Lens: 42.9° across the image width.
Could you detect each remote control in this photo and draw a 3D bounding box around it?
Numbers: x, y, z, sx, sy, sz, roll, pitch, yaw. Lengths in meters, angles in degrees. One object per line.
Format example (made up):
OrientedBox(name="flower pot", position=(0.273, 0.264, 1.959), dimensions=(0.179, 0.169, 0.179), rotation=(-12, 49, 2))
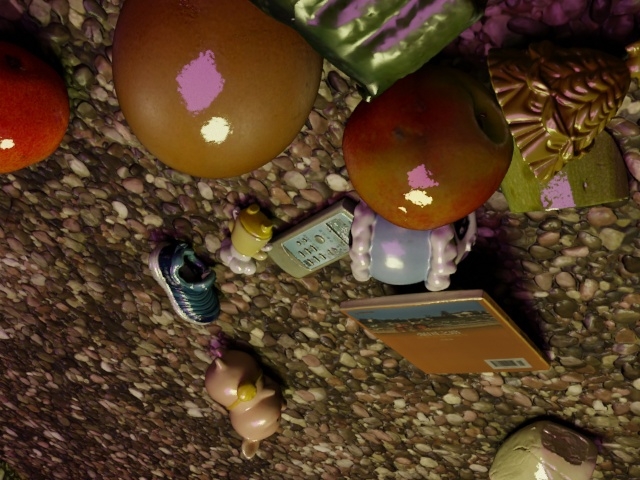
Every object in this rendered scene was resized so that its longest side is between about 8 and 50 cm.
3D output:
OrientedBox(name="remote control", position=(0.000, 0.000, 1.484), dimensions=(0.098, 0.038, 0.233), rotation=(42, 135, -21))

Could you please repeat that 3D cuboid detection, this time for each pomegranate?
OrientedBox(name="pomegranate", position=(-0.544, -0.214, 1.386), dimensions=(0.220, 0.221, 0.257), rotation=(29, 147, -6))

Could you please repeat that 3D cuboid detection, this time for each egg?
OrientedBox(name="egg", position=(-0.136, -0.243, 1.096), dimensions=(0.282, 0.283, 0.351), rotation=(24, 140, -1))

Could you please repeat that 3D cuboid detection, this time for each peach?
OrientedBox(name="peach", position=(0.146, -0.129, 1.140), dimensions=(0.230, 0.231, 0.231), rotation=(13, 139, 12))

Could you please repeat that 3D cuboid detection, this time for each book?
OrientedBox(name="book", position=(0.236, 0.175, 1.474), dimensions=(0.262, 0.028, 0.374), rotation=(-6, 151, 31))

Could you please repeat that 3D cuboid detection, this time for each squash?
OrientedBox(name="squash", position=(0.336, -0.094, 1.186), dimensions=(0.191, 0.085, 0.184), rotation=(-9, 130, 31))

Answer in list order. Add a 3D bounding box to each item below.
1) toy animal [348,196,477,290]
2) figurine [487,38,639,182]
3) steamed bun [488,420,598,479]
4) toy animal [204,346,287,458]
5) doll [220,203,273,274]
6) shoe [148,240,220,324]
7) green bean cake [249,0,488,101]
OrientedBox(name="toy animal", position=(0.147, -0.007, 1.309), dimensions=(0.204, 0.156, 0.208), rotation=(10, 134, 10))
OrientedBox(name="figurine", position=(0.392, -0.211, 1.010), dimensions=(0.315, 0.168, 0.188), rotation=(-20, 85, 28))
OrientedBox(name="steamed bun", position=(0.459, 0.490, 1.704), dimensions=(0.169, 0.153, 0.239), rotation=(27, 137, -3))
OrientedBox(name="toy animal", position=(-0.172, 0.347, 1.850), dimensions=(0.149, 0.165, 0.248), rotation=(-16, 114, 16))
OrientedBox(name="doll", position=(-0.138, 0.000, 1.526), dimensions=(0.106, 0.062, 0.162), rotation=(49, 139, 13))
OrientedBox(name="shoe", position=(-0.261, 0.088, 1.658), dimensions=(0.106, 0.091, 0.207), rotation=(-3, 130, 35))
OrientedBox(name="green bean cake", position=(0.030, -0.356, 0.875), dimensions=(0.319, 0.335, 0.218), rotation=(43, 127, -18))
